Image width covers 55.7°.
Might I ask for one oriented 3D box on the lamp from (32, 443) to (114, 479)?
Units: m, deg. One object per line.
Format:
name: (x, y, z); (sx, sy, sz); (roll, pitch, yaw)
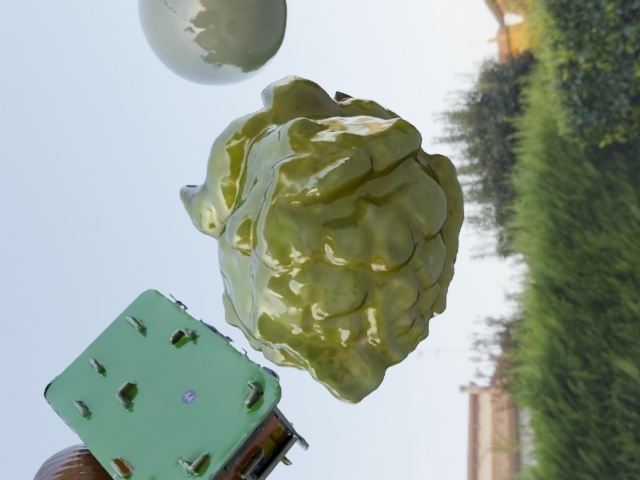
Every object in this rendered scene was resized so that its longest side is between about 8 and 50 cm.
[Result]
lamp: (-0.340, 0.356, 0.854); (0.136, 0.136, 0.137); (-6, -90, -65)

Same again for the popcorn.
popcorn: (0.000, 0.000, 0.478); (0.256, 0.194, 0.255); (115, 139, -69)

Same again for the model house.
model house: (-0.204, 0.296, 0.956); (0.242, 0.357, 0.313); (-47, -38, -23)

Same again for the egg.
egg: (-0.161, -0.341, 0.903); (0.219, 0.269, 0.219); (-11, -70, -32)
